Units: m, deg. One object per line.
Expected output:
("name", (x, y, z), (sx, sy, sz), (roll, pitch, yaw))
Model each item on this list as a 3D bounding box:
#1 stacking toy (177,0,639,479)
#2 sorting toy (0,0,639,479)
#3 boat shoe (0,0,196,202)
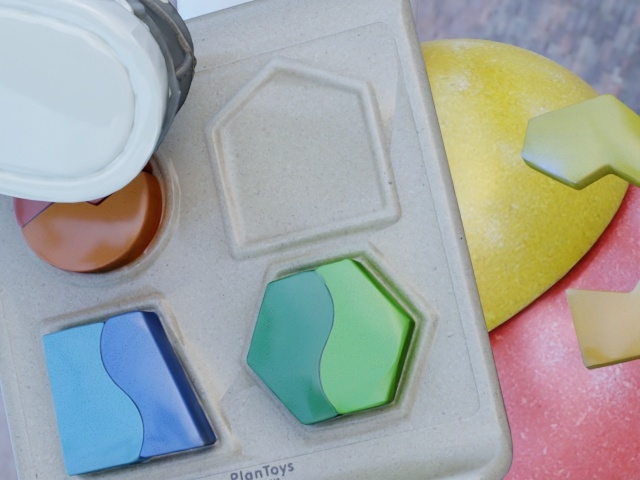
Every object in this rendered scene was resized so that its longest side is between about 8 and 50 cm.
("stacking toy", (0.082, 0.012, 0.857), (0.350, 0.480, 0.351), (-33, 21, 14))
("sorting toy", (0.000, 0.000, 0.653), (0.041, 0.307, 0.229), (34, -137, -74))
("boat shoe", (-0.197, -0.099, 0.614), (0.091, 0.305, 0.109), (-66, -6, -65))
